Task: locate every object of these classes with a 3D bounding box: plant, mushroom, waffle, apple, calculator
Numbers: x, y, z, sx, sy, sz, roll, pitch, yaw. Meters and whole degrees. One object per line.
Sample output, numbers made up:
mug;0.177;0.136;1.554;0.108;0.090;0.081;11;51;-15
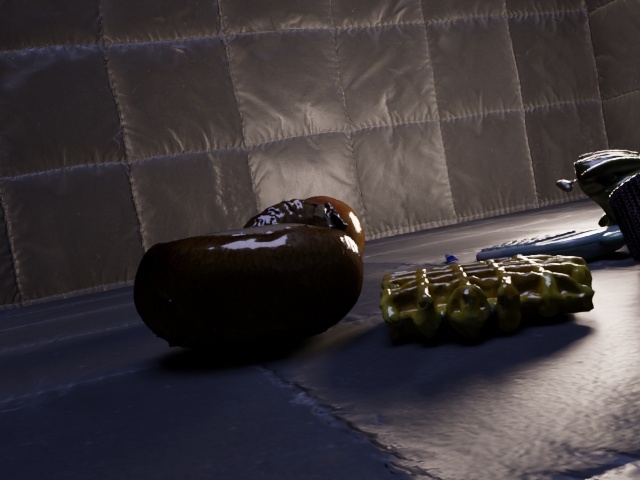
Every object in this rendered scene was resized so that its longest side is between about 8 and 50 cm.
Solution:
plant;0.629;-0.155;1.169;0.333;0.180;0.251;-42;-2;20
mushroom;-0.081;0.049;0.758;0.278;0.163;0.297;-21;7;-32
waffle;0.174;0.056;0.655;0.229;0.057;0.219;-9;2;9
apple;0.000;0.000;1.301;0.188;0.188;0.174;-10;5;-1
calculator;0.394;0.012;1.044;0.185;0.041;0.299;-12;0;-34

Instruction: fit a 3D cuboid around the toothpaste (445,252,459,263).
toothpaste;0.274;0.039;1.305;0.024;0.015;0.083;-18;6;7

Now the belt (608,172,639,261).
belt;0.498;-0.059;0.752;0.325;0.122;0.260;0;-20;-46
